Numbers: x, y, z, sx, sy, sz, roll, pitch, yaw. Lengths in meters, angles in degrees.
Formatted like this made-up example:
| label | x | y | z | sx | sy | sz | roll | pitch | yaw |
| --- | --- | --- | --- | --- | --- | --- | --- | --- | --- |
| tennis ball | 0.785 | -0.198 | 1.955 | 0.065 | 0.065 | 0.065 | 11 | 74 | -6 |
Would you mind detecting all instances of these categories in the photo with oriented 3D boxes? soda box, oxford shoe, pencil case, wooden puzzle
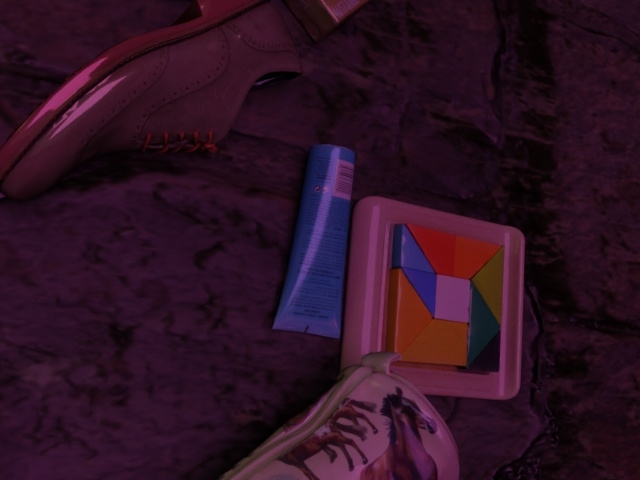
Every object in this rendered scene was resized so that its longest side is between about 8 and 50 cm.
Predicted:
| label | x | y | z | sx | sy | sz | roll | pitch | yaw |
| --- | --- | --- | --- | --- | --- | --- | --- | --- | --- |
| soda box | -0.029 | -0.320 | 0.762 | 0.058 | 0.061 | 0.181 | -43 | 100 | -24 |
| oxford shoe | -0.150 | -0.129 | 0.647 | 0.348 | 0.123 | 0.130 | -41 | 106 | -23 |
| pencil case | -0.059 | 0.272 | 0.606 | 0.410 | 0.160 | 0.183 | -33 | 116 | -25 |
| wooden puzzle | 0.144 | 0.072 | 0.794 | 0.239 | 0.044 | 0.220 | 10 | 79 | -23 |

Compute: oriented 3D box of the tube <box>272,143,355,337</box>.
| label | x | y | z | sx | sy | sz | roll | pitch | yaw |
| --- | --- | --- | --- | --- | --- | --- | --- | --- | --- |
| tube | 0.000 | 0.000 | 0.739 | 0.080 | 0.052 | 0.207 | 10 | 83 | -18 |
